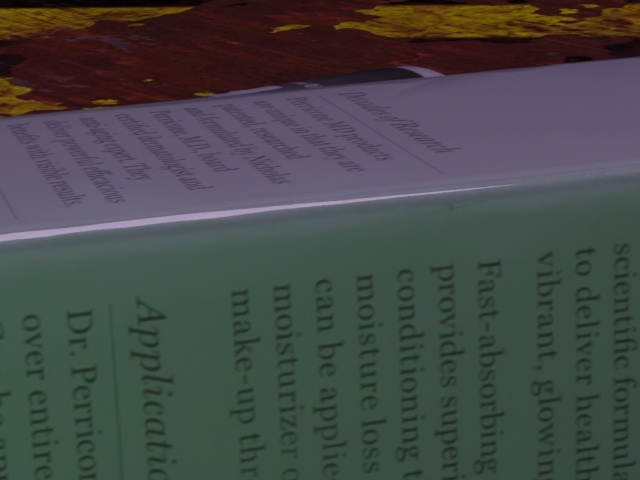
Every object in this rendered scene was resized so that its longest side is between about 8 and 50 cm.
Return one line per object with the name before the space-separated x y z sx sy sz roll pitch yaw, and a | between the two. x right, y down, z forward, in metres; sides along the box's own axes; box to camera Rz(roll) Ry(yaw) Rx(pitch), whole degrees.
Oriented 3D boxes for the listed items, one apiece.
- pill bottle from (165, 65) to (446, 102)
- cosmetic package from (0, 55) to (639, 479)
pill bottle | 0.000 0.000 0.987 0.283 0.161 0.161 -11 19 -29
cosmetic package | 0.036 0.071 0.631 0.453 0.230 0.161 -6 16 -15
